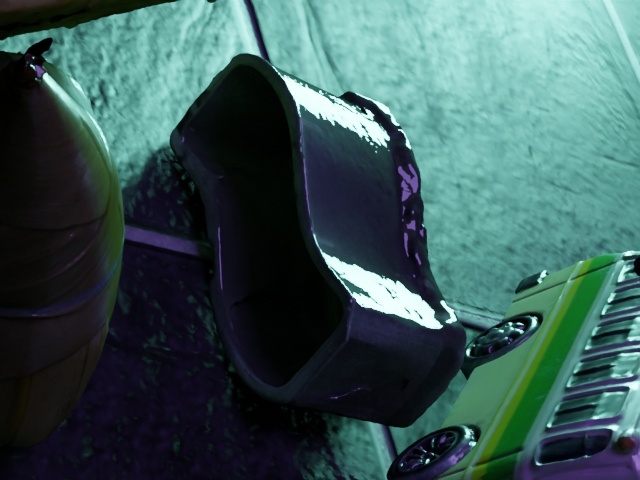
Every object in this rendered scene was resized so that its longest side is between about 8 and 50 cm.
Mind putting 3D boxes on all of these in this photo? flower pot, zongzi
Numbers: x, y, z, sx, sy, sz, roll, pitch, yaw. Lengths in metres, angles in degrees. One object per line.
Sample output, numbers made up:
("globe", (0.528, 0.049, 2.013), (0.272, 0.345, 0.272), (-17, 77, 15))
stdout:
("flower pot", (0.000, 0.000, 1.182), (0.108, 0.103, 0.229), (17, 44, -41))
("zongzi", (-0.150, -0.060, 0.947), (0.115, 0.256, 0.228), (0, 47, -9))

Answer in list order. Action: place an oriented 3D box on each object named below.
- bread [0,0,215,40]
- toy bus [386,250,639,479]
("bread", (-0.204, -0.127, 0.973), (0.361, 0.138, 0.077), (-16, 96, -42))
("toy bus", (0.172, 0.117, 1.171), (0.143, 0.179, 0.305), (59, 30, -12))
